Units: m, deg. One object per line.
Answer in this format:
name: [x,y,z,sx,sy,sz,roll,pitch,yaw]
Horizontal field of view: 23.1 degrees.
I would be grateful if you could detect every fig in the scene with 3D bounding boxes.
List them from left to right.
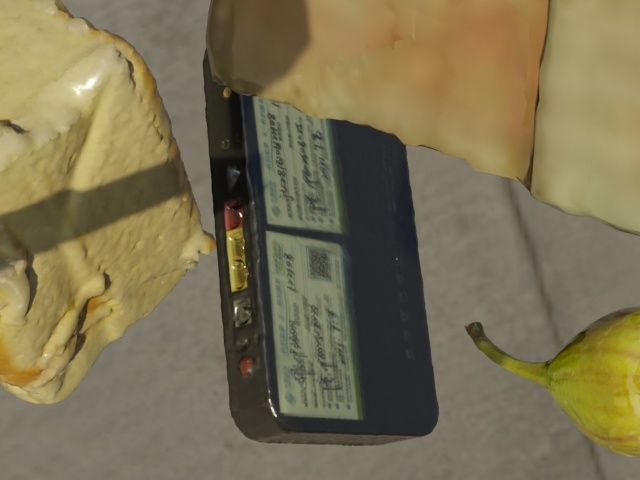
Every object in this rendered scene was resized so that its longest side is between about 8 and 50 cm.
fig: [0.172,0.080,0.967,0.093,0.166,0.093,-3,96,-29]

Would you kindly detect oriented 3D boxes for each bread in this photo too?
bread: [-0.327,-0.073,1.425,0.279,0.371,0.390,-47,157,-15]

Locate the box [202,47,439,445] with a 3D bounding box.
box: [0.000,0.000,1.353,0.211,0.058,0.350,9,70,-44]

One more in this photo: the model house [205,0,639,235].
model house: [0.139,-0.153,0.374,0.245,0.312,0.280,-11,113,-43]
